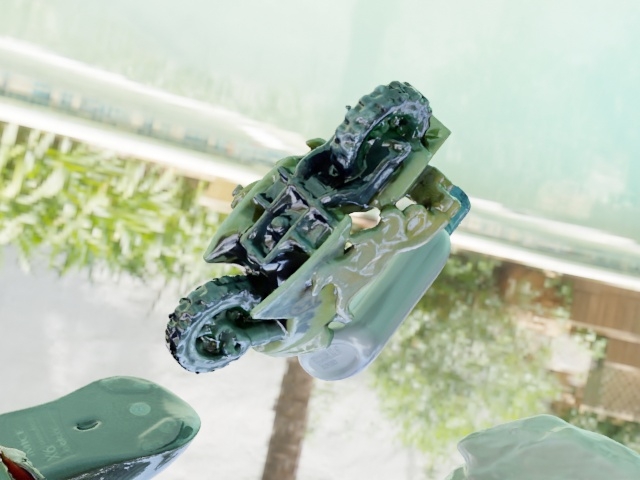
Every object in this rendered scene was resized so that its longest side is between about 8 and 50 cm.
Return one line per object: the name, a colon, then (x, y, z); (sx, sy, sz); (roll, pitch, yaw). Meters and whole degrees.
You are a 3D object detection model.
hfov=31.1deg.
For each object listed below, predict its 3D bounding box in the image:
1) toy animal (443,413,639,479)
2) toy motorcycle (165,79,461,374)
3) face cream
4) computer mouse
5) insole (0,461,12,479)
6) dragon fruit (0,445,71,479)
toy animal: (0.306, 0.340, 1.372); (0.307, 0.266, 0.188); (0, 179, 20)
toy motorcycle: (0.000, 0.000, 1.324); (0.169, 0.410, 0.237); (47, -167, 27)
face cream: (0.101, 0.045, 1.544); (0.080, 0.337, 0.163); (46, 146, -9)
computer mouse: (-0.320, 0.257, 1.344); (0.379, 0.090, 0.167); (-9, -150, -25)
insole: (-0.298, 0.163, 0.951); (0.004, 0.188, 0.064); (-20, -172, 46)
dragon fruit: (-0.326, 0.400, 1.114); (0.249, 0.386, 0.371); (25, 135, -37)
